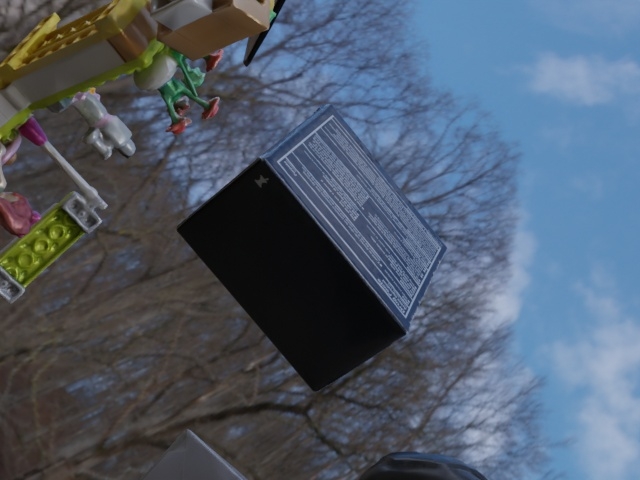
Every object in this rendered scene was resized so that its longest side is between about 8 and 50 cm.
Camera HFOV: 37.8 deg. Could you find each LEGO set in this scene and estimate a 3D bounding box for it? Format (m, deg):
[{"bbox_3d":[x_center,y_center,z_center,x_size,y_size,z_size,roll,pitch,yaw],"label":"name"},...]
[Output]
[{"bbox_3d":[-0.128,-0.040,0.474,0.287,0.132,0.107,-32,-60,9],"label":"LEGO set"}]

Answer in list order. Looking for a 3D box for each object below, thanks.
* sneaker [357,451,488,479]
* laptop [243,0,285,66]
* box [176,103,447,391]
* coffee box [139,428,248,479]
[{"bbox_3d":[0.038,0.225,0.342,0.109,0.130,0.286,-3,-93,21],"label":"sneaker"},{"bbox_3d":[0.071,-0.256,0.666,0.265,0.234,0.136,-4,-42,11],"label":"laptop"},{"bbox_3d":[0.000,0.000,1.319,0.183,0.294,0.296,-37,-84,26],"label":"box"},{"bbox_3d":[-0.089,0.329,0.904,0.119,0.168,0.297,34,-15,36],"label":"coffee box"}]
